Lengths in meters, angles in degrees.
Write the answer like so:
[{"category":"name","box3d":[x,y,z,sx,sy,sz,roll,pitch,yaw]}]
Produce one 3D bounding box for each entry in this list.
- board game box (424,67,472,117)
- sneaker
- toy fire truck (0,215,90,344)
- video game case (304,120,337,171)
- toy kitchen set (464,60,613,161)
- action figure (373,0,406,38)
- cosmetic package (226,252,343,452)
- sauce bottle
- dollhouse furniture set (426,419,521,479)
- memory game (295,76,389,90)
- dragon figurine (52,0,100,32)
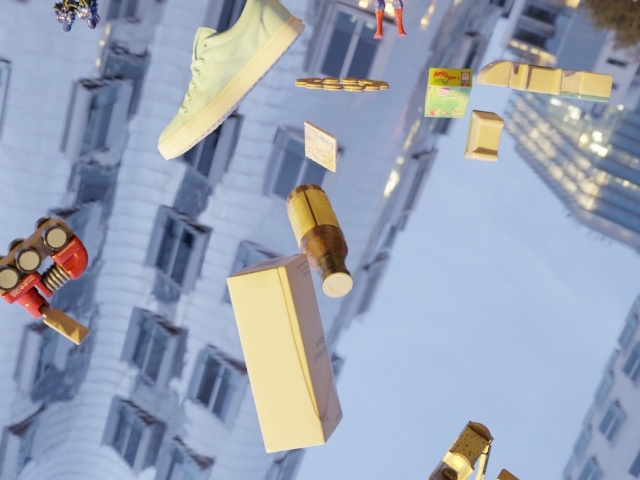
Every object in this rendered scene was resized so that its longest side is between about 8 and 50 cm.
[{"category":"board game box","box3d":[0.283,-0.326,2.084,0.092,0.043,0.181,3,166,4]},{"category":"sneaker","box3d":[-0.201,-0.319,1.771,0.150,0.366,0.135,43,178,-5]},{"category":"toy fire truck","box3d":[-0.615,0.101,2.179,0.246,0.217,0.158,55,165,-28]},{"category":"video game case","box3d":[0.001,-0.217,2.164,0.087,0.122,0.011,32,-117,19]},{"category":"toy kitchen set","box3d":[0.350,-0.205,1.550,0.207,0.166,0.122,7,-169,-4]},{"category":"action figure","box3d":[0.157,-0.624,2.243,0.091,0.281,0.139,-3,-175,2]},{"category":"cosmetic package","box3d":[-0.058,0.190,1.630,0.113,0.310,0.160,-12,-174,14]},{"category":"sauce bottle","box3d":[0.000,0.000,2.147,0.111,0.111,0.344,10,-148,-19]},{"category":"dollhouse furniture set","box3d":[0.289,0.448,1.716,0.161,0.101,0.182,36,-145,12]},{"category":"memory game","box3d":[0.041,-0.299,1.786,0.186,0.012,0.186,2,-165,0]},{"category":"dragon figurine","box3d":[-0.382,-0.481,1.493,0.085,0.289,0.144,5,-149,2]}]
